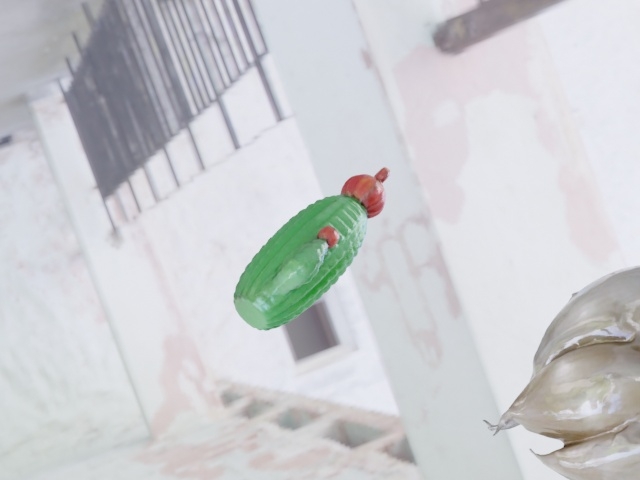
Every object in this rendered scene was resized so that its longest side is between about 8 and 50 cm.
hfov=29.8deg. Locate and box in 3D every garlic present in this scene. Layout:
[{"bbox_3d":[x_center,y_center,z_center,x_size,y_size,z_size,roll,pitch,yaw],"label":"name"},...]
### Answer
[{"bbox_3d":[0.314,0.140,1.178,0.291,0.238,0.210,9,158,17],"label":"garlic"}]

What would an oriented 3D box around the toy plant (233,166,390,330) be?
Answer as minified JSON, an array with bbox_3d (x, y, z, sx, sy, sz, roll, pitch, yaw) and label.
[{"bbox_3d":[-0.010,0.010,1.367,0.154,0.088,0.240,-45,-177,39],"label":"toy plant"}]
